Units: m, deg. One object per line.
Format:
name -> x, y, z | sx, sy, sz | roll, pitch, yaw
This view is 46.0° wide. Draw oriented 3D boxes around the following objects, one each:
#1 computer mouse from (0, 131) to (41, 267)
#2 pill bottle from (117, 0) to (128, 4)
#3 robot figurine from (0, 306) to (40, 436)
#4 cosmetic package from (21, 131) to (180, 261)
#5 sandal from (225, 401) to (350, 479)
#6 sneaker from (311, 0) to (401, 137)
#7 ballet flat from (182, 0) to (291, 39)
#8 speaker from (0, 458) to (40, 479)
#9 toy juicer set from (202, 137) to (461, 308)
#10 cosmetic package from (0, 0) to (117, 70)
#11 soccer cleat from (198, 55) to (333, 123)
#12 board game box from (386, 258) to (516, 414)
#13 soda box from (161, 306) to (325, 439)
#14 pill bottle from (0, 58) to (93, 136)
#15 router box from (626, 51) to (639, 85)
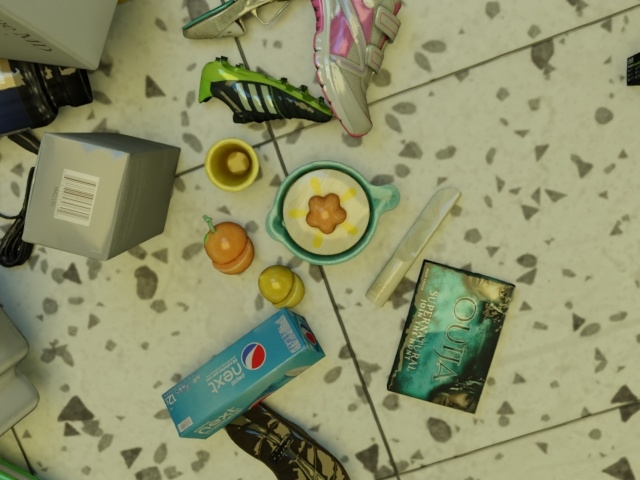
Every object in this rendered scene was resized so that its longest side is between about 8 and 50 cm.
computer mouse -> -0.481, -0.092, 0.999 | 0.262, 0.060, 0.184 | 32, 100, -2
pill bottle -> -0.258, -0.324, 0.920 | 0.065, 0.116, 0.065 | 1, 99, 4
robot figurine -> -0.522, 0.113, 0.965 | 0.300, 0.200, 0.353 | -31, 97, 32
cosmetic package -> -0.250, -0.061, 0.903 | 0.107, 0.238, 0.127 | 14, 97, -2
sandal -> -0.040, 0.301, 1.042 | 0.219, 0.060, 0.090 | 37, 94, 12
sneaker -> 0.047, -0.254, 0.920 | 0.111, 0.103, 0.252 | -7, 99, 6
ballet flat -> -0.094, -0.286, 0.949 | 0.168, 0.057, 0.052 | -29, 106, 8
speaker -> -0.482, 0.363, 1.041 | 0.297, 0.131, 0.131 | 28, 100, -1
toy juicer set -> 0.000, 0.000, 0.971 | 0.329, 0.089, 0.209 | 13, 100, 1
cosmetic package -> -0.461, -0.317, 0.797 | 0.454, 0.230, 0.161 | 11, 83, 22
soccer cleat -> -0.071, -0.177, 0.967 | 0.179, 0.060, 0.072 | 22, 109, 6
board game box -> 0.174, 0.130, 1.013 | 0.126, 0.026, 0.186 | 15, 100, 1
soda box -> -0.102, 0.180, 1.004 | 0.210, 0.071, 0.067 | -35, 63, 8
pill bottle -> -0.406, -0.190, 0.938 | 0.219, 0.123, 0.122 | -16, 98, -8
router box -> 0.430, -0.210, 0.894 | 0.092, 0.122, 0.038 | 0, 95, 3
